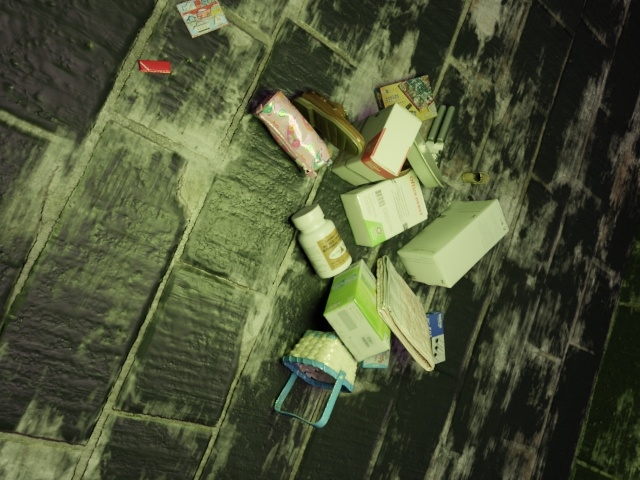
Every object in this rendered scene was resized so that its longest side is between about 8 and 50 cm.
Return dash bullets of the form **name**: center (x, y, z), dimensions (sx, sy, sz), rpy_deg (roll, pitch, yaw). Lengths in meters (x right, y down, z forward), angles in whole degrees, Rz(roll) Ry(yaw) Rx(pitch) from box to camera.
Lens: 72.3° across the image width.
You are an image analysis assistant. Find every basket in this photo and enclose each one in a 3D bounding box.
- **basket**: center (-0.011, 0.443, 1.416), dimensions (0.201, 0.255, 0.288), rpy_deg (48, 59, -24)

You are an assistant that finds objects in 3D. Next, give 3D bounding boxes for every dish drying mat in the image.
- **dish drying mat**: center (-0.473, -0.498, 1.255), dimensions (0.083, 0.008, 0.032), rpy_deg (-8, 96, -28)

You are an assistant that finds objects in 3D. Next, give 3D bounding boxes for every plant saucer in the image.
- **plant saucer**: center (0.250, -0.252, 1.577), dimensions (0.169, 0.168, 0.029), rpy_deg (-26, 120, -25)

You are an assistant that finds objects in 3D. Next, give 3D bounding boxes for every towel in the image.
- **towel**: center (0.303, 0.249, 1.570), dimensions (0.054, 0.331, 0.317), rpy_deg (-29, 112, 22)

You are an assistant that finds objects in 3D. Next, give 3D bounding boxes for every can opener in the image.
- **can opener**: center (0.466, -0.404, 1.749), dimensions (0.093, 0.074, 0.280), rpy_deg (30, 78, -62)

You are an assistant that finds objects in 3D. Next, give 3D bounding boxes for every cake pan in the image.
- **cake pan**: center (0.353, -0.308, 1.570), dimensions (0.293, 0.054, 0.293), rpy_deg (47, 27, -33)

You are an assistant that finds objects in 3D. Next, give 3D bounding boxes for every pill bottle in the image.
- **pill bottle**: center (0.000, 0.000, 1.468), dimensions (0.131, 0.131, 0.229), rpy_deg (-36, 108, -23)

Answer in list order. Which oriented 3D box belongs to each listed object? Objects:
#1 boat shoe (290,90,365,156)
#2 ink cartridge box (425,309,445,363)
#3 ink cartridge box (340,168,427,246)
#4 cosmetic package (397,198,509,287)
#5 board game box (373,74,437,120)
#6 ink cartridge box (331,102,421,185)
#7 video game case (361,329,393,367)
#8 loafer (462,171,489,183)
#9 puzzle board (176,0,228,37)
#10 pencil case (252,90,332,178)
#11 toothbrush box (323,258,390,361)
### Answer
- **boat shoe**: center (0.042, -0.391, 1.401), dimensions (0.104, 0.110, 0.307), rpy_deg (-39, 69, -20)
- **ink cartridge box**: center (0.452, 0.397, 1.783), dimensions (0.097, 0.046, 0.206), rpy_deg (-9, 96, -29)
- **ink cartridge box**: center (0.236, -0.122, 1.599), dimensions (0.273, 0.115, 0.198), rpy_deg (-26, 106, -25)
- **cosmetic package**: center (0.517, 0.004, 1.706), dimensions (0.385, 0.217, 0.156), rpy_deg (-37, 109, -24)
- **board game box**: center (0.329, -0.522, 1.672), dimensions (0.243, 0.042, 0.164), rpy_deg (-23, 103, -26)
- **ink cartridge box**: center (0.176, -0.309, 1.464), dimensions (0.117, 0.283, 0.207), rpy_deg (29, 79, -22)
- **video game case**: center (0.219, 0.403, 1.674), dimensions (0.119, 0.015, 0.166), rpy_deg (11, 88, -29)
- **loafer**: center (0.670, -0.265, 1.867), dimensions (0.148, 0.050, 0.056), rpy_deg (-5, 95, -28)
- **puzzle board**: center (-0.351, -0.675, 1.311), dimensions (0.128, 0.011, 0.096), rpy_deg (-34, 107, -23)
- **pencil case**: center (-0.086, -0.338, 1.410), dimensions (0.124, 0.124, 0.284), rpy_deg (-49, 114, -18)
- **toothbrush box**: center (0.133, 0.225, 1.460), dimensions (0.122, 0.283, 0.206), rpy_deg (-29, 105, 19)
